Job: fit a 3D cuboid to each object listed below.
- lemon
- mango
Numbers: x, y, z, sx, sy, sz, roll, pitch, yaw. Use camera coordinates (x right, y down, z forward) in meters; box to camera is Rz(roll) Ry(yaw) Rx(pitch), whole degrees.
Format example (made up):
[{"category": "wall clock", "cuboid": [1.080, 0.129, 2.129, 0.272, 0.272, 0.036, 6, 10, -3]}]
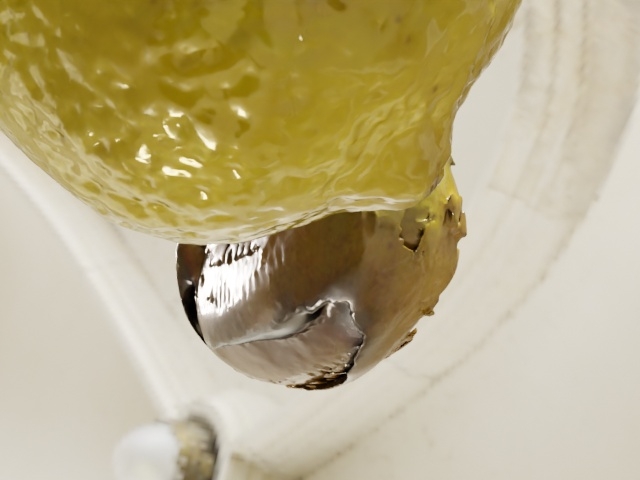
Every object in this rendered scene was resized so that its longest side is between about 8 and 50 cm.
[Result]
[{"category": "lemon", "cuboid": [-0.051, -0.142, 0.665, 0.253, 0.253, 0.310, -32, -93, 43]}, {"category": "mango", "cuboid": [0.000, 0.000, 0.957, 0.156, 0.151, 0.248, 56, -25, 4]}]
